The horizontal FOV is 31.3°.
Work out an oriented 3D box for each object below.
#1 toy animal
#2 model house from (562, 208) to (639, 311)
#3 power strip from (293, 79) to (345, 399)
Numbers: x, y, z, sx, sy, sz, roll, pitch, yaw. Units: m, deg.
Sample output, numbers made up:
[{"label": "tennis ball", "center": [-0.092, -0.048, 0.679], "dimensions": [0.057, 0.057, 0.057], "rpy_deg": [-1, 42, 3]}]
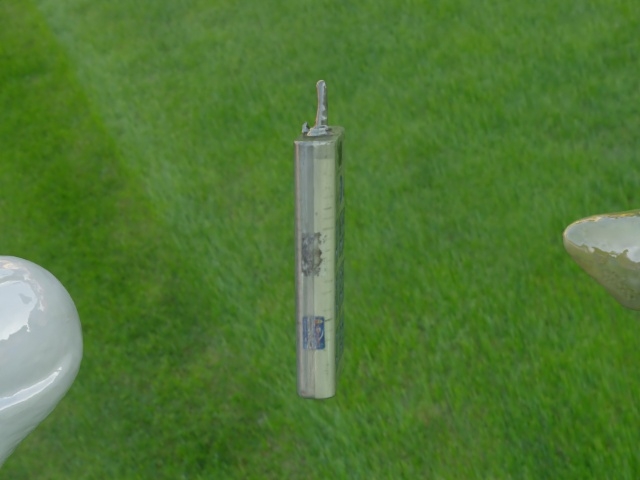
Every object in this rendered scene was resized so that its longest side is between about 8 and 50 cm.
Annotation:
[{"label": "toy animal", "center": [-0.381, 0.119, 1.089], "dimensions": [0.289, 0.249, 0.174], "rpy_deg": [-52, 16, -14]}, {"label": "model house", "center": [0.311, 0.020, 0.690], "dimensions": [0.325, 0.194, 0.267], "rpy_deg": [13, 62, -13]}, {"label": "power strip", "center": [0.000, 0.000, 0.956], "dimensions": [0.034, 0.267, 0.092], "rpy_deg": [2, 13, 8]}]
